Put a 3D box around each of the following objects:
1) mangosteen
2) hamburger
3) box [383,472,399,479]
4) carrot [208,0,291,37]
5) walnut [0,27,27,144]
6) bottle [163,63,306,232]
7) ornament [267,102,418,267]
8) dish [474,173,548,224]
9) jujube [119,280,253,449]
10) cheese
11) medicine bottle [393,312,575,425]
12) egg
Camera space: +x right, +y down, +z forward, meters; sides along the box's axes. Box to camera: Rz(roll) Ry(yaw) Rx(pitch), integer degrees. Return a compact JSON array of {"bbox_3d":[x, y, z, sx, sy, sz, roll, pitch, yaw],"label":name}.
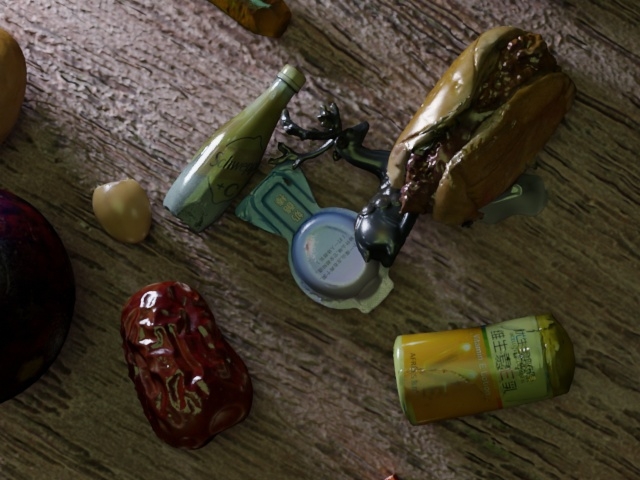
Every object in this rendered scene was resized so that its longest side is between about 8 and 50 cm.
[{"bbox_3d":[-0.503,0.073,1.797,0.306,0.359,0.306,-7,80,49],"label":"mangosteen"},{"bbox_3d":[0.222,-0.165,1.798,0.155,0.282,0.245,35,125,25],"label":"hamburger"},{"bbox_3d":[0.063,0.401,1.843,0.152,0.048,0.100,-32,84,2],"label":"box"},{"bbox_3d":[-0.159,-0.374,1.931,0.260,0.070,0.070,32,90,10],"label":"carrot"},{"bbox_3d":[-0.520,-0.217,1.906,0.195,0.195,0.222,26,87,9],"label":"walnut"},{"bbox_3d":[-0.115,-0.134,1.893,0.083,0.083,0.270,37,89,9],"label":"bottle"},{"bbox_3d":[0.029,-0.084,1.847,0.236,0.080,0.202,27,62,4],"label":"ornament"},{"bbox_3d":[0.246,-0.068,1.860,0.137,0.039,0.091,6,86,10],"label":"dish"},{"bbox_3d":[-0.188,0.171,1.848,0.155,0.155,0.230,-27,74,5],"label":"jujube"},{"bbox_3d":[0.000,0.000,1.882,0.135,0.052,0.244,-45,78,-1],"label":"cheese"},{"bbox_3d":[0.222,0.171,1.804,0.238,0.124,0.124,-12,84,8],"label":"medicine bottle"},{"bbox_3d":[-0.280,-0.041,1.910,0.080,0.080,0.097,-17,90,6],"label":"egg"}]
